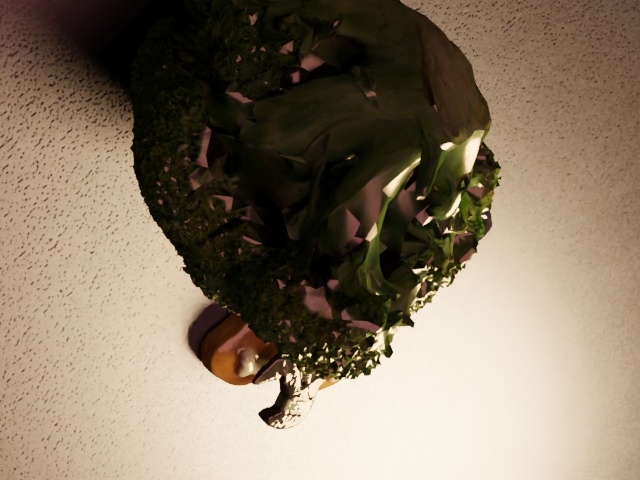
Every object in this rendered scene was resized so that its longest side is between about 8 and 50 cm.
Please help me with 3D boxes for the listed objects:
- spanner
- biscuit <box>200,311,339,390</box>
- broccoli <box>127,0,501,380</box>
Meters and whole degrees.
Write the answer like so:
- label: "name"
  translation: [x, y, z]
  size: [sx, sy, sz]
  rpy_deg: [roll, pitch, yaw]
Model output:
- label: "spanner"
  translation: [0.054, 0.068, 1.902]
  size: [0.316, 0.024, 0.087]
  rpy_deg: [-41, 134, -11]
- label: "biscuit"
  translation: [0.000, 0.000, 1.861]
  size: [0.216, 0.047, 0.340]
  rpy_deg: [5, 113, -40]
- label: "broccoli"
  translation: [-0.002, -0.080, 1.634]
  size: [0.310, 0.413, 0.321]
  rpy_deg: [-9, 167, 5]
